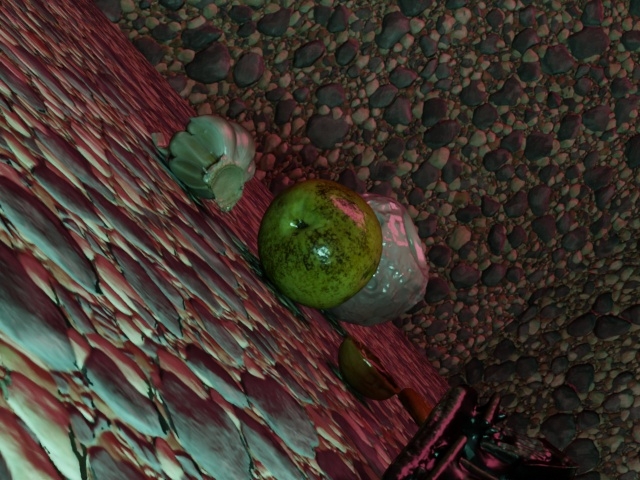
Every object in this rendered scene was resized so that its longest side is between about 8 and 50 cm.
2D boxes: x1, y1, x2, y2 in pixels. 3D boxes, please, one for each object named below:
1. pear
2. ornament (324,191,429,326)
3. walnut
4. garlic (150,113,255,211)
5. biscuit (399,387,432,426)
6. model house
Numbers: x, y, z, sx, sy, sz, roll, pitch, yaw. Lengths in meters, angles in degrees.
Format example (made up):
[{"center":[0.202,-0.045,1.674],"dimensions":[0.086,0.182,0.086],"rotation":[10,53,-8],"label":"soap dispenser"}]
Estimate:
[{"center":[0.000,0.000,1.461],"dimensions":[0.197,0.197,0.197],"rotation":[49,2,-3],"label":"pear"},{"center":[0.077,0.037,1.839],"dimensions":[0.259,0.225,0.259],"rotation":[-20,90,-75],"label":"ornament"},{"center":[0.060,0.187,1.357],"dimensions":[0.121,0.052,0.091],"rotation":[45,5,-28],"label":"walnut"},{"center":[-0.179,-0.133,1.461],"dimensions":[0.194,0.127,0.131],"rotation":[24,-12,43],"label":"garlic"},{"center":[0.206,0.339,1.827],"dimensions":[0.144,0.033,0.224],"rotation":[49,2,-18],"label":"biscuit"},{"center":[0.167,0.243,0.938],"dimensions":[0.164,0.203,0.141],"rotation":[21,-46,26],"label":"model house"}]
